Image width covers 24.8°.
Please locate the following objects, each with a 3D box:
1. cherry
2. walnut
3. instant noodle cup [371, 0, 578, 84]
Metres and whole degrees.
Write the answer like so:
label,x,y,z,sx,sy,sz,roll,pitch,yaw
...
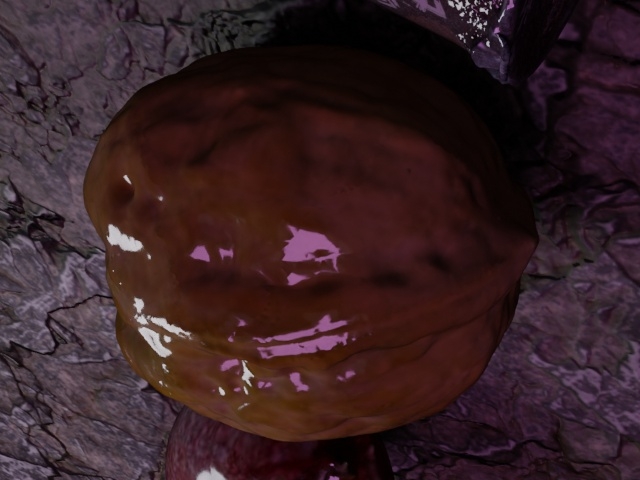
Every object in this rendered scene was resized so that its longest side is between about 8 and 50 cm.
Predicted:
label,x,y,z,sx,sy,sz,roll,pitch,yaw
cherry,-0.050,0.235,1.495,0.300,0.203,0.230,0,140,52
walnut,-0.002,0.001,1.106,0.344,0.306,0.306,-3,135,25
instant noodle cup,0.063,-0.226,0.857,0.207,0.217,0.217,24,145,15
